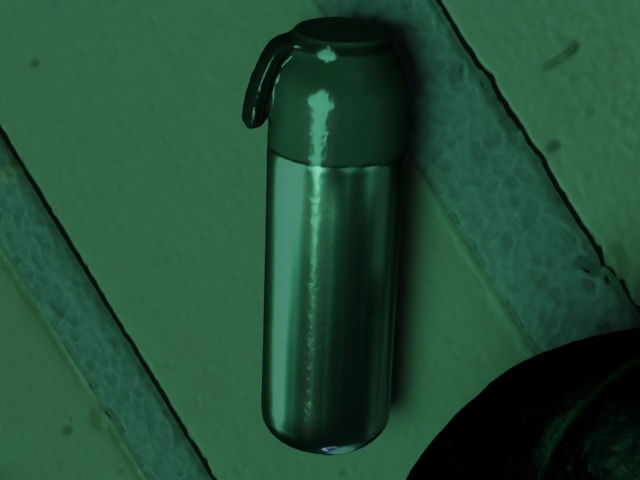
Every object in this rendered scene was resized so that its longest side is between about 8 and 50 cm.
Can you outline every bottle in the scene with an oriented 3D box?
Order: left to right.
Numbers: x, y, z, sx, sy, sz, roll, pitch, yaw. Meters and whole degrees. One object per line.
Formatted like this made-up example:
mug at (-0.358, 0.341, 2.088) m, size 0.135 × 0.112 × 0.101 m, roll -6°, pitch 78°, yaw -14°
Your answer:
bottle at (0.000, 0.000, 1.035) m, size 0.096 × 0.079 × 0.254 m, roll -3°, pitch 113°, yaw -13°

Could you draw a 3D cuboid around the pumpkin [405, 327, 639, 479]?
pumpkin at (0.173, 0.192, 0.914) m, size 0.315 × 0.238 × 0.315 m, roll 14°, pitch 109°, yaw 51°
